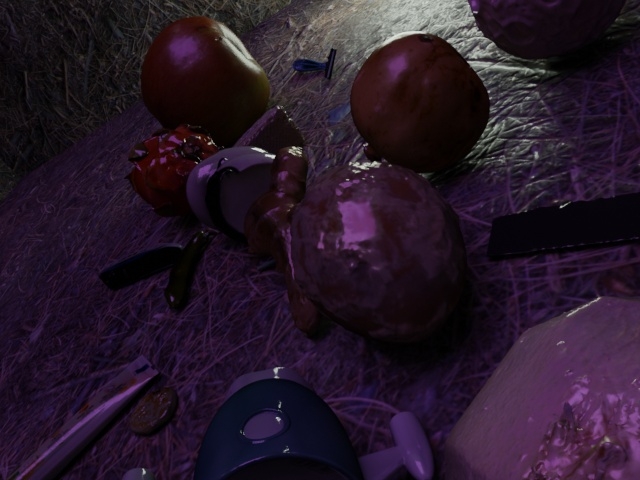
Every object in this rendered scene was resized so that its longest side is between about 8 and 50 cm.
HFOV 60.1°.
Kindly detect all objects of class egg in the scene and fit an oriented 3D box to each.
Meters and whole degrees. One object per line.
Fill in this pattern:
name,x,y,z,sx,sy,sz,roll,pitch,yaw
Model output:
egg,0.069,0.013,0.654,0.203,0.203,0.245,-35,48,3

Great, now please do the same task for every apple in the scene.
apple,-0.309,-0.406,1.471,0.339,0.339,0.339,-26,33,18

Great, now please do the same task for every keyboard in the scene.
keyboard,0.293,-0.016,0.644,0.196,0.015,0.074,-10,43,37

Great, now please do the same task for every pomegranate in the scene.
pomegranate,0.148,-0.208,0.870,0.215,0.215,0.215,-26,33,18

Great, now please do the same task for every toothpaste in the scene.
toothpaste,-0.388,0.306,0.864,0.314,0.058,0.056,-44,-12,-19

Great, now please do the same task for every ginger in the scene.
ginger,-0.051,-0.010,0.836,0.148,0.081,0.333,-32,46,13

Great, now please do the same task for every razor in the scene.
razor,-0.016,-0.499,1.580,0.253,0.042,0.082,28,110,58

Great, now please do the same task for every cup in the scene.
cup,-0.044,0.216,0.539,0.300,0.167,0.173,-10,21,-6

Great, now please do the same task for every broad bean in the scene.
broad bean,-0.263,0.052,1.089,0.069,0.039,0.227,-13,38,25

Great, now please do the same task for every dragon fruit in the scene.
dragon fruit,-0.316,-0.161,1.263,0.227,0.224,0.224,-12,39,36

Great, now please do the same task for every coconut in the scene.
coconut,0.199,0.136,0.346,0.234,0.224,0.224,-54,33,-4

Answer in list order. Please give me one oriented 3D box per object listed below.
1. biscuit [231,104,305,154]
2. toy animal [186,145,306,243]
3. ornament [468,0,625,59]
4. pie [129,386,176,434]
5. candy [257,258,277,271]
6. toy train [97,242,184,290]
biscuit,-0.140,-0.185,1.214,0.062,0.108,0.239,7,52,52
toy animal,-0.148,-0.090,1.036,0.187,0.165,0.235,-17,24,-25
ornament,0.355,-0.420,0.887,0.225,0.259,0.259,-11,34,1
pie,-0.247,0.253,0.823,0.085,0.017,0.085,-25,32,17
candy,0.000,-0.002,0.883,0.288,0.078,0.084,-23,36,36
toy train,-0.379,0.046,1.202,0.234,0.052,0.051,-22,29,24
